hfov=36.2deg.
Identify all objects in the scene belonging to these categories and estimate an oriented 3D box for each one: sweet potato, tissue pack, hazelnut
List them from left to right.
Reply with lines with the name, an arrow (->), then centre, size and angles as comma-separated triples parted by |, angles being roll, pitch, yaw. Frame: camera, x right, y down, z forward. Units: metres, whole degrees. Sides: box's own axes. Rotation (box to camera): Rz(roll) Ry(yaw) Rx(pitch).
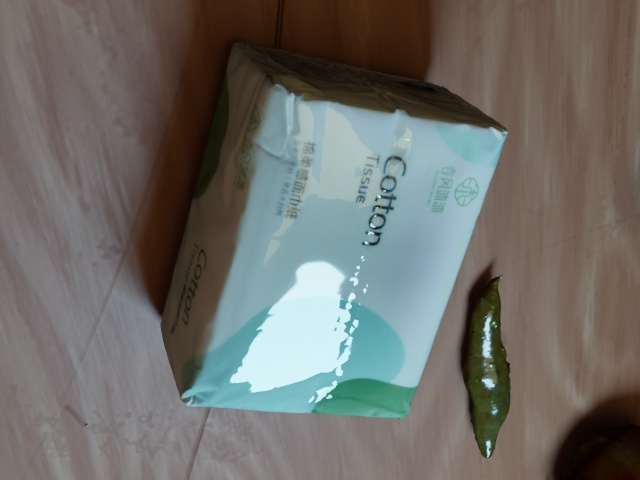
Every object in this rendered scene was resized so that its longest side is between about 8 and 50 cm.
tissue pack -> 0.001, 0.000, 1.033 | 0.266, 0.194, 0.356 | 7, 113, -24
sweet potato -> 0.220, 0.170, 1.293 | 0.067, 0.067, 0.274 | -12, 118, -16
hazelnut -> 0.451, 0.377, 1.411 | 0.208, 0.208, 0.208 | -10, 119, -18
